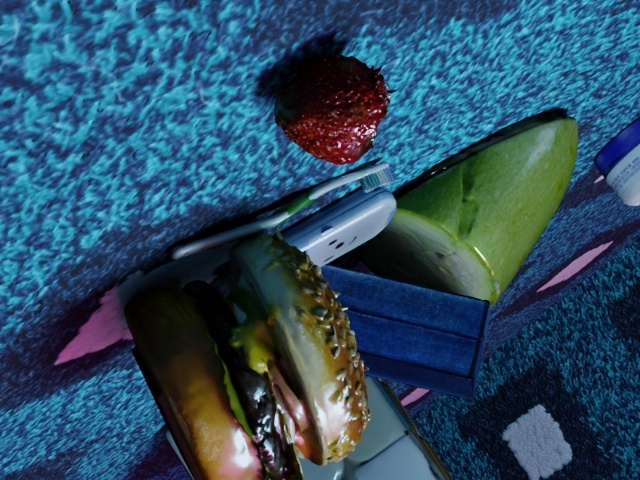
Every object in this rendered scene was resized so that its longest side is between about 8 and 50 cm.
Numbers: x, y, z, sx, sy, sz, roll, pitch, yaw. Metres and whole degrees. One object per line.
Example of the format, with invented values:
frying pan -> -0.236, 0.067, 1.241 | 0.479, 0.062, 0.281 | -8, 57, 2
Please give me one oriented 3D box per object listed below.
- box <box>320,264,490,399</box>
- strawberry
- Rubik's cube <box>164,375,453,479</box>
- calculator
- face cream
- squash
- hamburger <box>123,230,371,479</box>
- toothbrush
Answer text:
box -> 0.090, 0.124, 1.738 | 0.279, 0.261, 0.116 | 68, 34, -75
strawberry -> 0.009, -0.115, 1.117 | 0.106, 0.106, 0.106 | -32, 166, -9
Rubik's cube -> -0.003, 0.376, 2.185 | 0.346, 0.347, 0.344 | -33, 165, 0
calculator -> 0.000, 0.000, 1.573 | 0.210, 0.039, 0.121 | -29, 164, -17
face cream -> 0.588, -0.153, 2.243 | 0.206, 0.111, 0.206 | -31, 167, -8
squash -> 0.227, -0.076, 1.787 | 0.309, 0.210, 0.234 | -59, 176, -25
hamburger -> -0.071, 0.141, 1.402 | 0.225, 0.291, 0.291 | -23, 164, -11
toothbrush -> -0.038, -0.034, 1.411 | 0.304, 0.030, 0.030 | -21, 161, -34
